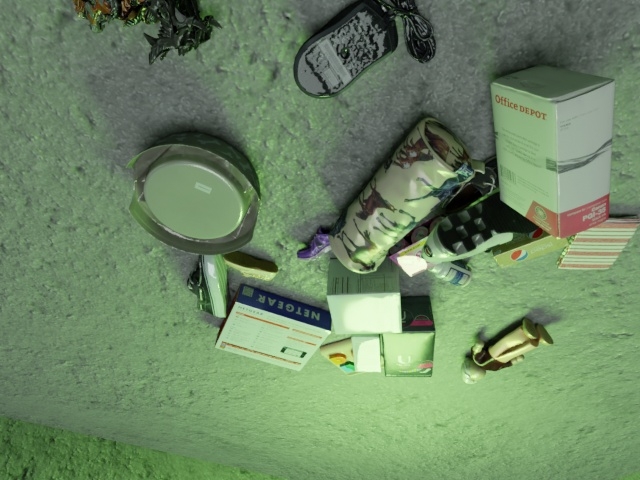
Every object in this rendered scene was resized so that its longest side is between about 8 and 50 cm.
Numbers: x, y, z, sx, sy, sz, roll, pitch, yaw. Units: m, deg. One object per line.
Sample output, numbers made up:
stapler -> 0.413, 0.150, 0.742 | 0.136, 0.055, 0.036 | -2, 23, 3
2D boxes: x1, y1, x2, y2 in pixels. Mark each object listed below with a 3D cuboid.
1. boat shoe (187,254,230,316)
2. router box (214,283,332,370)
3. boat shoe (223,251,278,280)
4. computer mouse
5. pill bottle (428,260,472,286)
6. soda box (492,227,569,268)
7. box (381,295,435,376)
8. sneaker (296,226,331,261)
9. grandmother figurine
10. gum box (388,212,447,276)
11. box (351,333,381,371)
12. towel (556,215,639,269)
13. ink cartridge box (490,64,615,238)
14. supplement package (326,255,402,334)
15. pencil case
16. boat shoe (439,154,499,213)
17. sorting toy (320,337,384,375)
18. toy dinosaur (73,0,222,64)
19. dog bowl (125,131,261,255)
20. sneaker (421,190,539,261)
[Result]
boat shoe -> -0.354, 0.136, 1.328 | 0.119, 0.121, 0.335 | 4, 136, -3
router box -> -0.168, 0.316, 1.509 | 0.336, 0.082, 0.301 | 20, 132, -13
boat shoe -> -0.216, 0.085, 1.306 | 0.170, 0.063, 0.059 | 19, 127, -13
computer mouse -> 0.071, -0.379, 0.836 | 0.272, 0.072, 0.188 | -27, 124, 13
pill bottle -> 0.371, 0.085, 1.242 | 0.120, 0.067, 0.067 | 23, 132, -15
soda box -> 0.559, 0.009, 1.156 | 0.181, 0.058, 0.061 | -25, 126, 27
box -> 0.287, 0.324, 1.427 | 0.166, 0.143, 0.270 | -4, 133, 9
sneaker -> 0.000, 0.000, 1.216 | 0.170, 0.068, 0.071 | -29, 109, 19
grandmother figurine -> 0.615, 0.400, 1.499 | 0.208, 0.104, 0.342 | 30, 127, -10
gum box -> 0.294, 0.014, 1.185 | 0.188, 0.062, 0.107 | -32, 124, 30
box -> 0.156, 0.338, 1.449 | 0.091, 0.130, 0.170 | -2, 123, 9
towel -> 0.743, 0.009, 1.161 | 0.144, 0.029, 0.197 | 2, 136, 4
ink cartridge box -> 0.448, -0.178, 0.845 | 0.117, 0.207, 0.282 | -21, 121, -1
supplement package -> 0.135, 0.165, 1.285 | 0.203, 0.149, 0.194 | -3, 133, 9
pencil case -> 0.185, -0.084, 1.036 | 0.184, 0.160, 0.410 | 36, 128, -6
boat shoe -> 0.391, -0.134, 1.024 | 0.233, 0.079, 0.084 | -26, 125, 23
sorting toy -> 0.128, 0.449, 1.636 | 0.193, 0.038, 0.208 | -22, 127, 25
toy dinosaur -> -0.298, -0.446, 0.759 | 0.322, 0.164, 0.218 | -8, 119, 42
dog bowl -> -0.313, -0.118, 1.096 | 0.349, 0.102, 0.348 | 3, 134, 3
sneaker -> 0.390, -0.028, 1.066 | 0.331, 0.122, 0.146 | -15, 163, -19
